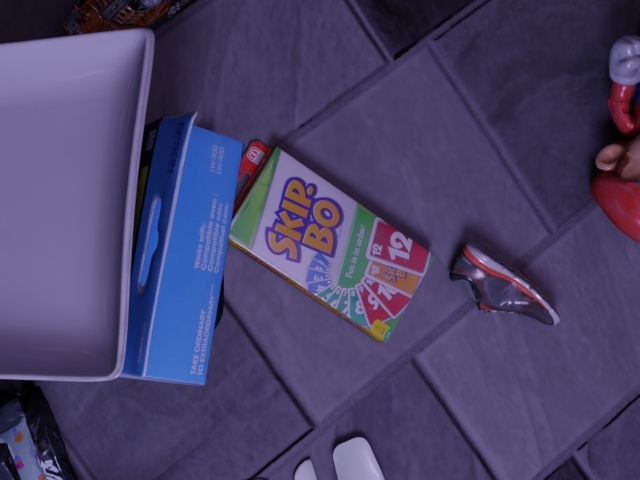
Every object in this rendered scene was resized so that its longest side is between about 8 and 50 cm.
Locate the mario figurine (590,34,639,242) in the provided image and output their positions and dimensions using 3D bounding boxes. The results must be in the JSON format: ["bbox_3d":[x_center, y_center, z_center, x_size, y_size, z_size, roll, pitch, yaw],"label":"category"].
[{"bbox_3d":[0.444,-0.146,1.723,0.198,0.170,0.321,13,72,16],"label":"mario figurine"}]

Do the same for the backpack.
[{"bbox_3d":[-0.353,0.246,1.454,0.182,0.115,0.152,-21,97,-16],"label":"backpack"}]

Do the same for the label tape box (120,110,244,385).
[{"bbox_3d":[-0.161,0.017,1.409,0.115,0.347,0.249,12,83,-23],"label":"label tape box"}]

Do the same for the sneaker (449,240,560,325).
[{"bbox_3d":[0.222,0.064,1.707,0.158,0.061,0.065,36,103,-13],"label":"sneaker"}]

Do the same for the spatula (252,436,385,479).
[{"bbox_3d":[0.018,0.367,1.629,0.168,0.019,0.242,-20,94,-20],"label":"spatula"}]

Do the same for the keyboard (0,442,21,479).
[{"bbox_3d":[-0.442,0.239,1.354,0.317,0.033,0.202,-10,112,13],"label":"keyboard"}]

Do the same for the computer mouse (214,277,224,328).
[{"bbox_3d":[-0.130,-0.003,1.578,0.041,0.071,0.242,13,78,-40],"label":"computer mouse"}]

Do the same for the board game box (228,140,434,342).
[{"bbox_3d":[0.000,0.000,1.636,0.259,0.039,0.124,33,76,-12],"label":"board game box"}]

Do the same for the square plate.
[{"bbox_3d":[-0.324,-0.028,1.356,0.347,0.049,0.344,-3,73,19],"label":"square plate"}]

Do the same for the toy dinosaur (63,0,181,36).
[{"bbox_3d":[-0.143,-0.318,1.496,0.321,0.218,0.164,-18,113,21],"label":"toy dinosaur"}]
